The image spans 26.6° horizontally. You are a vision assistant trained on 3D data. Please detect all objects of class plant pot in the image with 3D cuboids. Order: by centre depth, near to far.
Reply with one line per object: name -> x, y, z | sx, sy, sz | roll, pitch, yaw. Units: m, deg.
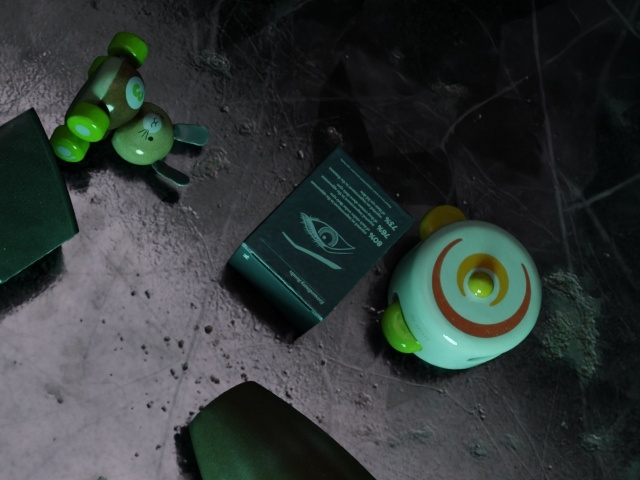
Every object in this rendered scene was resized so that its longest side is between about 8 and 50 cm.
plant pot -> -0.061, 0.300, 1.724 | 0.215, 0.215, 0.230 | -31, 72, -20
plant pot -> -0.414, -0.042, 1.728 | 0.188, 0.187, 0.167 | -36, 100, -20

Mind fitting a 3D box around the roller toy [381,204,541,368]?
roller toy -> 0.201, 0.072, 1.870 | 0.191, 0.146, 0.209 | 22, 70, -9

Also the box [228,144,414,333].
box -> 0.000, 0.000, 1.856 | 0.153, 0.108, 0.207 | 45, 70, 0

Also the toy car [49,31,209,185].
toy car -> -0.241, -0.156, 1.826 | 0.188, 0.149, 0.155 | 32, 59, -17
